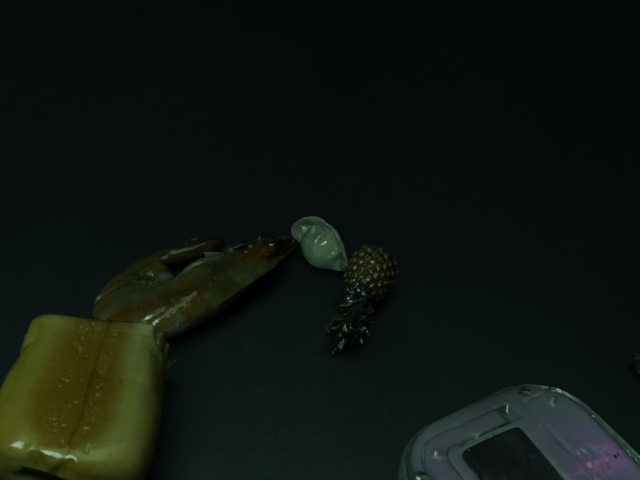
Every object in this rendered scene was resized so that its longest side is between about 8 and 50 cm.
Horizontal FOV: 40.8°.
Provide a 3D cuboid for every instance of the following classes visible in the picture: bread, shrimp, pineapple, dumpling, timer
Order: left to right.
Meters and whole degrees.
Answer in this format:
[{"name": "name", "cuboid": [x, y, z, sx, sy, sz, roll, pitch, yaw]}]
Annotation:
[{"name": "bread", "cuboid": [-0.196, 0.141, 0.712, 0.134, 0.085, 0.173, 8, 37, -2]}, {"name": "shrimp", "cuboid": [-0.128, 0.036, 0.895, 0.236, 0.053, 0.133, -30, 30, -31]}, {"name": "dumpling", "cuboid": [0.002, 0.000, 0.935, 0.043, 0.059, 0.077, -20, 46, -16]}, {"name": "pineapple", "cuboid": [0.037, 0.058, 0.869, 0.058, 0.058, 0.124, 17, 40, 14]}, {"name": "timer", "cuboid": [0.175, 0.210, 0.685, 0.191, 0.069, 0.208, -19, 46, -24]}]

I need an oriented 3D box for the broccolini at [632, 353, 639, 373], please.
[{"name": "broccolini", "cuboid": [0.365, 0.104, 0.880, 0.140, 0.030, 0.035, -24, 11, -38]}]
